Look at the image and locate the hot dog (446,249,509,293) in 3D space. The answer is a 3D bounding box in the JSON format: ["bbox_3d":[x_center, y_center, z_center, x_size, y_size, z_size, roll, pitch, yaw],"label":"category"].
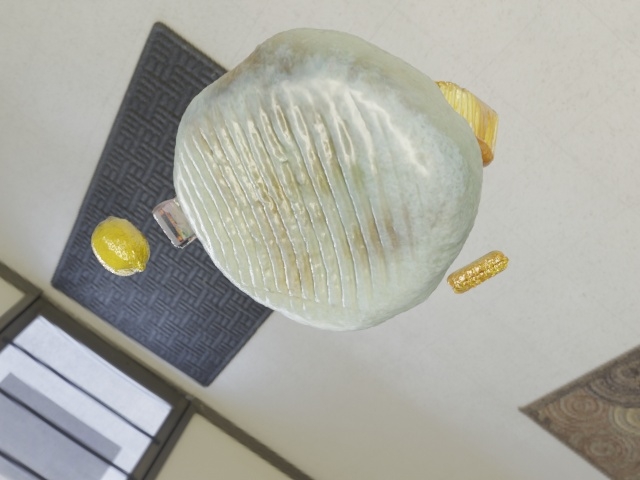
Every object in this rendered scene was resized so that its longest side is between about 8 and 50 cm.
[{"bbox_3d":[0.409,0.082,1.497,0.165,0.045,0.071,-30,125,10],"label":"hot dog"}]

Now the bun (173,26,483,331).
[{"bbox_3d":[0.006,-0.070,0.682,0.362,0.211,0.361,12,123,19],"label":"bun"}]

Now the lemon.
[{"bbox_3d":[-0.317,0.013,0.924,0.110,0.082,0.082,49,131,19],"label":"lemon"}]

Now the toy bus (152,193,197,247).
[{"bbox_3d":[-0.230,-0.106,1.332,0.138,0.317,0.112,-28,101,38],"label":"toy bus"}]

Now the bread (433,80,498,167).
[{"bbox_3d":[0.275,-0.239,1.293,0.204,0.288,0.156,7,85,32],"label":"bread"}]
